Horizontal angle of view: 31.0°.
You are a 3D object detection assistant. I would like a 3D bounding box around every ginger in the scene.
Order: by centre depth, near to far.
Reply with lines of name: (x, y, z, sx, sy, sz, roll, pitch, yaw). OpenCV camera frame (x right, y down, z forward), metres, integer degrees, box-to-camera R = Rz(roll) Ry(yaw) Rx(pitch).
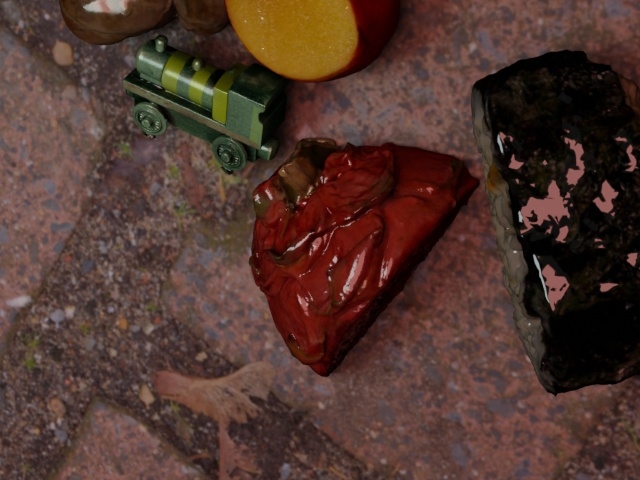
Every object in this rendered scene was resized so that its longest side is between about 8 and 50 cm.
ginger: (-0.234, -0.344, 1.329, 0.245, 0.155, 0.304, -34, 96, 14)

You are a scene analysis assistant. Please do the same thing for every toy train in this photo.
toy train: (-0.134, -0.164, 1.329, 0.200, 0.083, 0.132, 23, 138, 11)

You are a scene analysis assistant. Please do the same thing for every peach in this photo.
peach: (-0.010, -0.263, 1.234, 0.190, 0.192, 0.190, 1, 93, 29)

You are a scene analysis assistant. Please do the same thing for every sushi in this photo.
sushi: (0.263, -0.020, 1.177, 0.171, 0.211, 0.350, -12, 93, 3)

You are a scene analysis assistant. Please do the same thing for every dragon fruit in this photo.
dragon fruit: (0.000, 0.000, 1.301, 0.205, 0.152, 0.317, 39, 109, 10)
